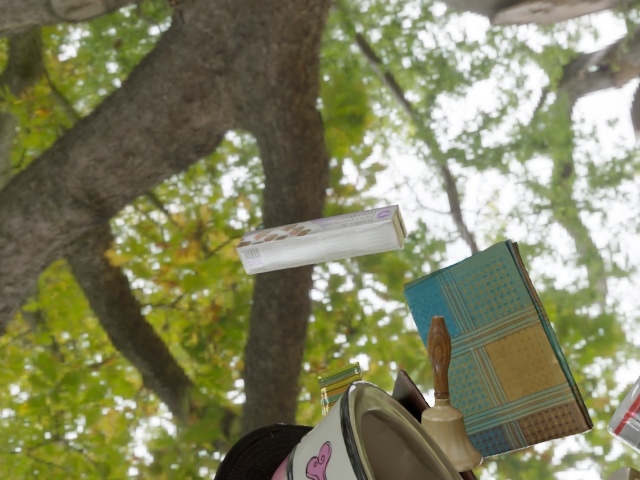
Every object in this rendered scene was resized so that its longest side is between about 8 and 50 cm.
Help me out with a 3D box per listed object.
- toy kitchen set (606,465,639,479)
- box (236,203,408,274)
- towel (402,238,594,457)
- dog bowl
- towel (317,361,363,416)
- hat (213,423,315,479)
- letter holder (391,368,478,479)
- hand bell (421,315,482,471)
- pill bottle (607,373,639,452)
[{"bbox_3d":[0.546,0.448,1.503,0.122,0.207,0.166,29,-111,-39],"label":"toy kitchen set"},{"bbox_3d":[0.000,0.000,1.850,0.063,0.324,0.067,-64,-43,-55],"label":"box"},{"bbox_3d":[0.321,0.208,1.834,0.040,0.271,0.370,-19,-96,-50],"label":"towel"},{"bbox_3d":[0.095,0.377,1.163,0.408,0.150,0.408,51,-167,-16],"label":"dog bowl"},{"bbox_3d":[0.050,0.353,1.884,0.021,0.102,0.237,28,-137,-44],"label":"towel"},{"bbox_3d":[-0.041,0.424,1.348,0.331,0.134,0.331,22,-130,-28],"label":"hat"},{"bbox_3d":[0.175,0.447,2.018,0.301,0.152,0.214,57,158,26],"label":"letter holder"},{"bbox_3d":[0.196,0.242,1.609,0.126,0.126,0.241,-17,-75,-65],"label":"hand bell"},{"bbox_3d":[0.658,0.341,1.700,0.161,0.283,0.161,-47,-22,-25],"label":"pill bottle"}]
